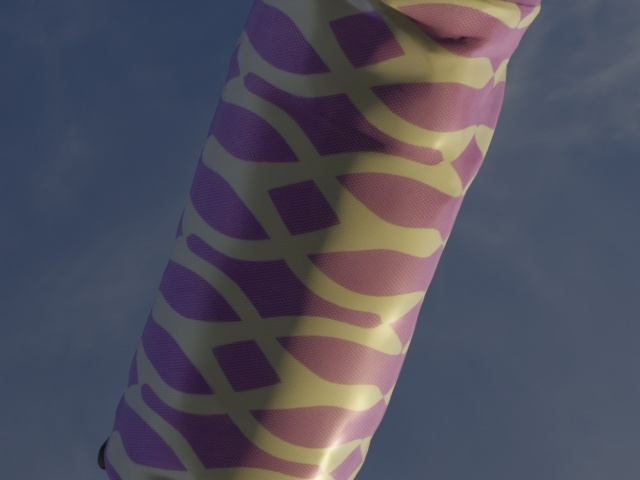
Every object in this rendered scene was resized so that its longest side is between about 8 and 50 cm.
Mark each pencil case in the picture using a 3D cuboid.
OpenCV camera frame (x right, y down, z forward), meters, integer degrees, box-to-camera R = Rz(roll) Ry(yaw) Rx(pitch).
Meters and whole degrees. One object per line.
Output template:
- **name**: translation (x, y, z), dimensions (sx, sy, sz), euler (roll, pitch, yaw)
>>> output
- **pencil case**: translation (0.000, 0.000, 0.511), dimensions (0.086, 0.088, 0.206), euler (30, -69, 22)
